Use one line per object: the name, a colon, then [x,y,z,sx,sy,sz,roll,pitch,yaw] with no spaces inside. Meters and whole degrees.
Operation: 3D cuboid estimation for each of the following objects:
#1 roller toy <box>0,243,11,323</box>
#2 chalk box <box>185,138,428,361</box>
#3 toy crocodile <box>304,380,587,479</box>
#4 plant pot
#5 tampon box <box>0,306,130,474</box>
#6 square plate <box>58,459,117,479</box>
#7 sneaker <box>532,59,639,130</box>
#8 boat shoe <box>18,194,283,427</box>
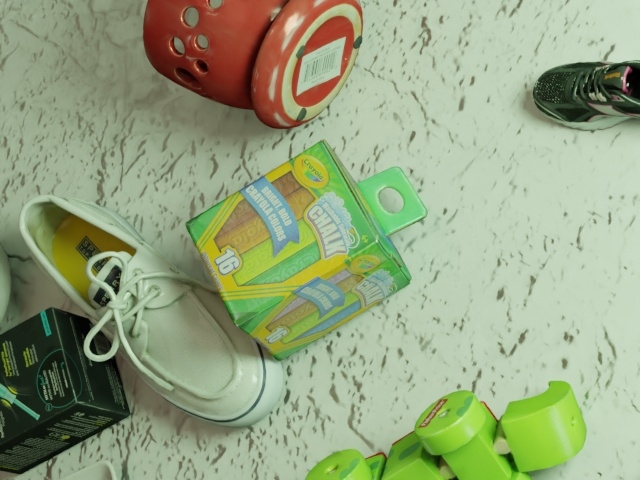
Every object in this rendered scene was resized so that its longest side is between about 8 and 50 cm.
roller toy: [-0.459,0.053,1.823,0.209,0.146,0.191,12,73,36]
chalk box: [0.000,0.000,1.587,0.213,0.132,0.132,-32,63,5]
toy crocodile: [0.091,0.224,1.505,0.340,0.105,0.115,-30,107,22]
plant pot: [-0.062,-0.225,1.663,0.174,0.191,0.191,29,91,26]
tampon box: [-0.312,0.166,1.737,0.161,0.101,0.120,-28,64,20]
square plate: [-0.313,0.455,1.689,0.347,0.049,0.344,-26,65,20]
sneaker: [0.285,-0.149,1.518,0.178,0.077,0.072,2,76,29]
boat shoe: [-0.198,0.059,1.673,0.367,0.156,0.136,43,98,31]
